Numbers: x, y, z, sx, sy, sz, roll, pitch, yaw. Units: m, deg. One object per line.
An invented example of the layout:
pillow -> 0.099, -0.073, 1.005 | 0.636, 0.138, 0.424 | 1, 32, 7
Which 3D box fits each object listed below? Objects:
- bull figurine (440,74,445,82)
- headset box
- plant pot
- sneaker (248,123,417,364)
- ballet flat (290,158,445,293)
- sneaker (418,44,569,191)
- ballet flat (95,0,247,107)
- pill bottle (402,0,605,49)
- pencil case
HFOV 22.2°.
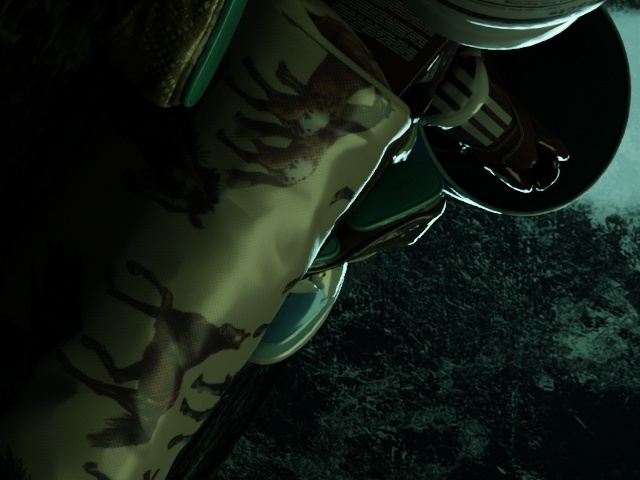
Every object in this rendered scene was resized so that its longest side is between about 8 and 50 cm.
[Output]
bull figurine -> 0.139, -0.270, 1.604 | 0.310, 0.101, 0.188 | -51, 173, -43
headset box -> 0.010, -0.104, 1.394 | 0.293, 0.110, 0.218 | -50, 172, -47
plant pot -> 0.201, -0.180, 1.984 | 0.293, 0.293, 0.196 | -55, -159, -11
sneaker -> -0.005, -0.033, 1.655 | 0.208, 0.127, 0.319 | 110, 5, -77
ballet flat -> 0.000, 0.000, 1.524 | 0.280, 0.095, 0.096 | -13, 146, -33
sneaker -> 0.179, -0.118, 1.719 | 0.106, 0.162, 0.281 | -47, -173, 13
ballet flat -> -0.045, -0.162, 0.769 | 0.206, 0.067, 0.073 | -60, 178, 11
pill bottle -> 0.133, -0.258, 1.042 | 0.210, 0.210, 0.363 | -55, 175, -10
pencil case -> -0.106, 0.039, 0.942 | 0.410, 0.160, 0.183 | -57, 160, 4
